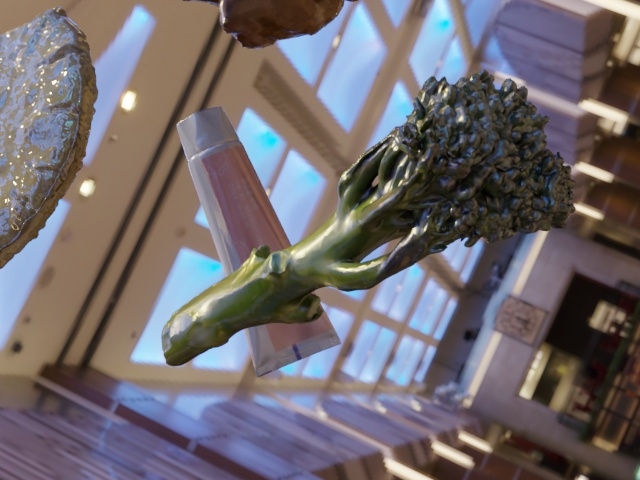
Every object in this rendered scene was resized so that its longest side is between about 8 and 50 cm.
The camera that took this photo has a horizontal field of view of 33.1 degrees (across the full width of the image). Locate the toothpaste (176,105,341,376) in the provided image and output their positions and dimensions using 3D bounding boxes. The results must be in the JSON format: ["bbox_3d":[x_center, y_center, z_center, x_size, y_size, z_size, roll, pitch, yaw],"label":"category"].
[{"bbox_3d":[-0.051,-0.002,0.789,0.067,0.194,0.043,-21,-5,-14],"label":"toothpaste"}]

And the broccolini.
[{"bbox_3d":[-0.002,-0.001,0.399,0.067,0.058,0.216,-7,-13,-38],"label":"broccolini"}]

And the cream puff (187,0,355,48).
[{"bbox_3d":[-0.016,-0.240,0.638,0.155,0.269,0.241,-103,7,-65],"label":"cream puff"}]

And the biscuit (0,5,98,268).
[{"bbox_3d":[-0.265,-0.073,0.937,0.038,0.141,0.289,32,-102,-57],"label":"biscuit"}]
